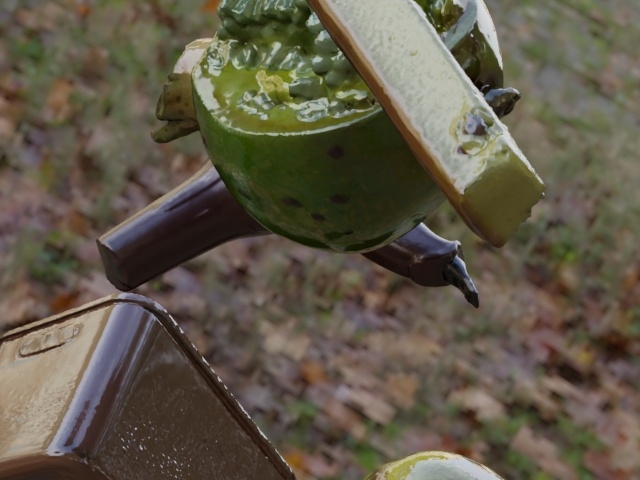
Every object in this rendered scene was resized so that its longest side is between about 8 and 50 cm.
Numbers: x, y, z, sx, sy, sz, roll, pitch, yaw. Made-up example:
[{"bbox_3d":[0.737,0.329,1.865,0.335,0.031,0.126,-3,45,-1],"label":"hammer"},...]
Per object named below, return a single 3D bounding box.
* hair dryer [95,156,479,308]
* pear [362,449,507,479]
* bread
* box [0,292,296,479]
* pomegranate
[{"bbox_3d":[0.000,0.000,1.761,0.312,0.123,0.340,-34,46,-22],"label":"hair dryer"},{"bbox_3d":[0.147,0.381,2.253,0.283,0.283,0.283,26,19,-10],"label":"pear"},{"bbox_3d":[0.054,-0.080,1.005,0.088,0.049,0.226,48,8,-48],"label":"bread"},{"bbox_3d":[-0.222,0.269,2.062,0.339,0.239,0.229,54,36,-27],"label":"box"},{"bbox_3d":[-0.003,-0.120,1.579,0.340,0.260,0.260,3,-2,41],"label":"pomegranate"}]
